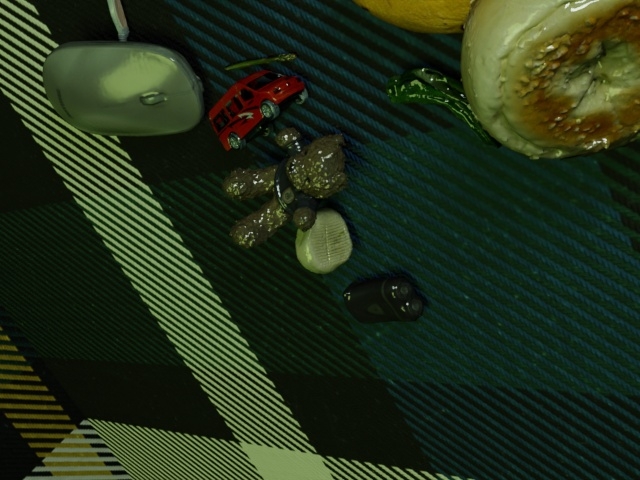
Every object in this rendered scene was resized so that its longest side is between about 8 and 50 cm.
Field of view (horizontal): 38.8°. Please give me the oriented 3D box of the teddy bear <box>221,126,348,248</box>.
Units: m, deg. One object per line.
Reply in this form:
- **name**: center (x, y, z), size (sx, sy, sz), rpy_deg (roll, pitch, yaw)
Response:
- **teddy bear**: center (-0.047, -0.095, 1.512), size (0.251, 0.129, 0.182), rpy_deg (-23, 81, 36)

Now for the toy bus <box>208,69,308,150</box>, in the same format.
- **toy bus**: center (-0.104, -0.221, 1.481), size (0.089, 0.081, 0.195), rpy_deg (56, 144, -1)

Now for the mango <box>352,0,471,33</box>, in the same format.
- **mango**: center (0.151, -0.336, 1.088), size (0.294, 0.120, 0.177), rpy_deg (7, 138, 42)

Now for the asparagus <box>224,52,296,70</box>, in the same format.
- **asparagus**: center (-0.097, -0.287, 1.461), size (0.166, 0.013, 0.016), rpy_deg (0, 84, 43)

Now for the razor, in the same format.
- **razor**: center (0.110, 0.107, 1.619), size (0.148, 0.054, 0.090), rpy_deg (-11, 118, 49)

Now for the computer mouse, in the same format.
- **computer mouse**: center (-0.361, -0.264, 1.630), size (0.330, 0.095, 0.197), rpy_deg (3, 135, 29)

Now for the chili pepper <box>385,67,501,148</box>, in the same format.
- **chili pepper**: center (0.178, -0.191, 1.263), size (0.182, 0.050, 0.073), rpy_deg (31, 135, 12)

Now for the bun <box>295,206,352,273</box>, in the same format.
- **bun**: center (0.000, 0.000, 1.577), size (0.069, 0.115, 0.115), rpy_deg (3, 129, 52)

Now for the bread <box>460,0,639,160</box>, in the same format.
- **bread**: center (0.284, -0.217, 0.969), size (0.306, 0.305, 0.159), rpy_deg (105, 155, -50)

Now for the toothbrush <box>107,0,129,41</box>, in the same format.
- **toothbrush**: center (-0.356, -0.403, 1.580), size (0.037, 0.028, 0.375), rpy_deg (15, 136, 26)
